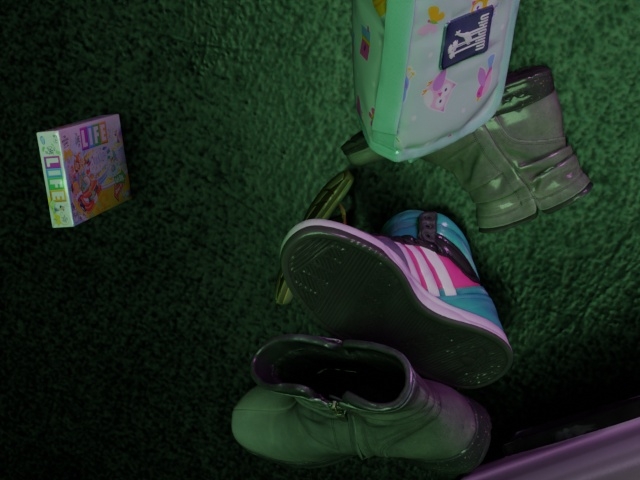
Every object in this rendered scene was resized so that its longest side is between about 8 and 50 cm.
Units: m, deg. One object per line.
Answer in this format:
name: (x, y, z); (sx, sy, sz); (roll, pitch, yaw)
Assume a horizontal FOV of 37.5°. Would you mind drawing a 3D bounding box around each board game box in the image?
board game box: (-0.262, -0.082, 1.060); (0.026, 0.154, 0.104); (-3, 104, 13)

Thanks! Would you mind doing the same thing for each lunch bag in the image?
lunch bag: (0.103, -0.224, 0.856); (0.160, 0.262, 0.223); (12, 130, 9)

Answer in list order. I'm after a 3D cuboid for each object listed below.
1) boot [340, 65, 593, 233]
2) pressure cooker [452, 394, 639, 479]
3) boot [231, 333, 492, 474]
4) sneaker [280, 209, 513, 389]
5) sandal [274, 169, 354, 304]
boot: (0.156, -0.076, 1.013); (0.246, 0.083, 0.161); (-16, 106, 17)
pressure cooker: (0.361, 0.346, 0.922); (0.420, 0.370, 0.376); (-25, 101, 21)
boot: (-0.007, 0.159, 0.996); (0.338, 0.222, 0.118); (-9, 59, 35)
sneaker: (0.074, 0.025, 0.998); (0.295, 0.178, 0.124); (33, 116, -29)
sandal: (0.000, 0.000, 1.072); (0.049, 0.072, 0.180); (22, 110, -10)
